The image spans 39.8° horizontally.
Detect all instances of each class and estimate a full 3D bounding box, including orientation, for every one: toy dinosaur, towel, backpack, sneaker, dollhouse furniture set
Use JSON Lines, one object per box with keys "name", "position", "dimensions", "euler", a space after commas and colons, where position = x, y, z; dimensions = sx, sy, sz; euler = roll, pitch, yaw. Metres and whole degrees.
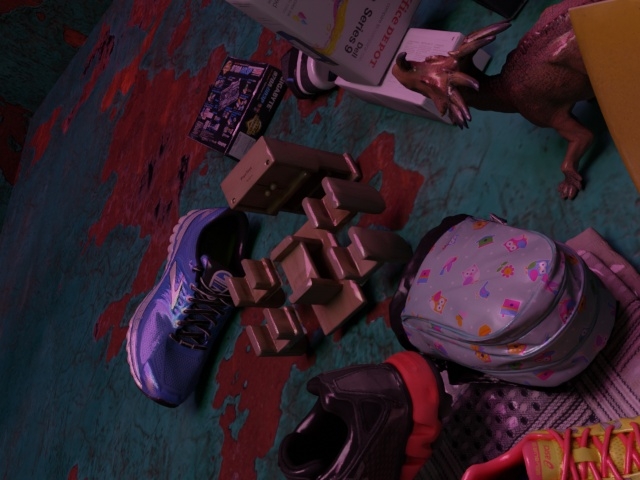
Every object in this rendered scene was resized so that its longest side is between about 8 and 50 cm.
{"name": "toy dinosaur", "position": [0.217, -0.168, 0.797], "dimensions": [0.295, 0.200, 0.127], "euler": [-39, 38, 37]}
{"name": "towel", "position": [0.185, 0.181, 0.724], "dimensions": [0.312, 0.056, 0.324], "euler": [-53, 30, 20]}
{"name": "backpack", "position": [0.148, 0.052, 0.734], "dimensions": [0.182, 0.115, 0.152], "euler": [18, 79, 55]}
{"name": "sneaker", "position": [0.186, 0.162, 0.612], "dimensions": [0.208, 0.094, 0.081], "euler": [-35, 39, 34]}
{"name": "dollhouse furniture set", "position": [0.000, 0.000, 1.127], "dimensions": [0.212, 0.161, 0.242], "euler": [-45, 57, 31]}
{"name": "sneaker", "position": [-0.189, 0.086, 1.326], "dimensions": [0.147, 0.129, 0.330], "euler": [-21, 50, 54]}
{"name": "sneaker", "position": [0.019, 0.226, 0.760], "dimensions": [0.097, 0.135, 0.276], "euler": [-147, 65, -62]}
{"name": "sneaker", "position": [-0.011, -0.330, 1.412], "dimensions": [0.121, 0.079, 0.217], "euler": [-12, 59, 53]}

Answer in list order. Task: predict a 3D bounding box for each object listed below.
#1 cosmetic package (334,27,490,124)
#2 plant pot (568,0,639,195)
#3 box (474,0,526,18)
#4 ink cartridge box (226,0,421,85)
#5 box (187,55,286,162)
{"name": "cosmetic package", "position": [0.113, -0.220, 1.147], "dimensions": [0.099, 0.060, 0.239], "euler": [-62, 29, 3]}
{"name": "plant pot", "position": [0.315, -0.081, 0.547], "dimensions": [0.212, 0.212, 0.187], "euler": [8, 113, 60]}
{"name": "box", "position": [0.156, -0.375, 1.050], "dimensions": [0.108, 0.207, 0.153], "euler": [-56, 31, 14]}
{"name": "ink cartridge box", "position": [0.010, -0.313, 1.109], "dimensions": [0.154, 0.212, 0.093], "euler": [-61, 32, 0]}
{"name": "box", "position": [-0.152, -0.239, 1.599], "dimensions": [0.175, 0.051, 0.220], "euler": [-63, 29, 1]}
